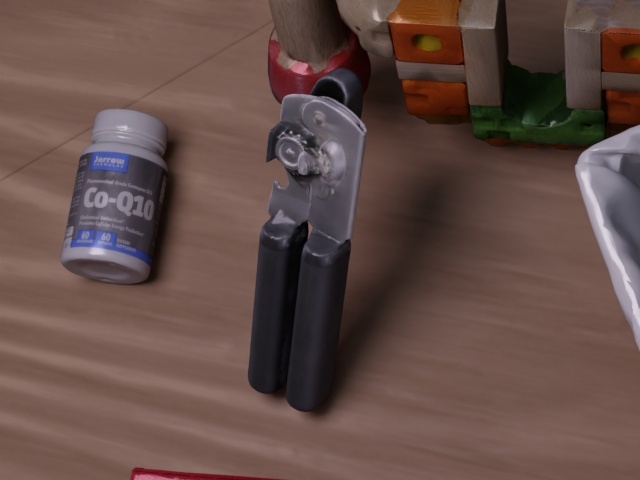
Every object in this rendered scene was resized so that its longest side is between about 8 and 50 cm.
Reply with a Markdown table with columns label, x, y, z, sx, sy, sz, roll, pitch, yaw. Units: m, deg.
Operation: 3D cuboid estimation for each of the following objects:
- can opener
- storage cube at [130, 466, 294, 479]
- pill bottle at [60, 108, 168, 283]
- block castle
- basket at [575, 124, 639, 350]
| label | x | y | z | sx | sy | sz | roll | pitch | yaw |
| --- | --- | --- | --- | --- | --- | --- | --- | --- | --- |
| can opener | 0.000 | 0.000 | 1.548 | 0.076 | 0.283 | 0.095 | 23 | 38 | 22 |
| storage cube | -0.039 | 0.288 | 1.468 | 0.193 | 0.183 | 0.215 | 2 | 71 | 16 |
| pill bottle | -0.174 | -0.038 | 1.678 | 0.078 | 0.078 | 0.137 | 3 | 73 | 17 |
| block castle | 0.191 | -0.230 | 1.574 | 0.453 | 0.213 | 0.303 | 5 | 61 | 11 |
| basket | 0.393 | 0.057 | 1.377 | 0.331 | 0.266 | 0.328 | -22 | 67 | 7 |
